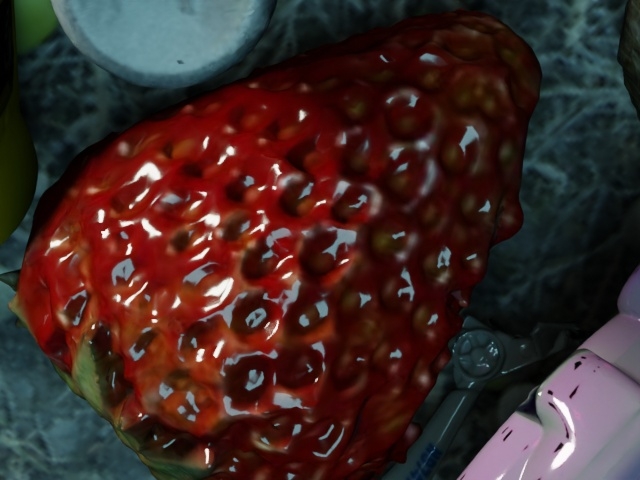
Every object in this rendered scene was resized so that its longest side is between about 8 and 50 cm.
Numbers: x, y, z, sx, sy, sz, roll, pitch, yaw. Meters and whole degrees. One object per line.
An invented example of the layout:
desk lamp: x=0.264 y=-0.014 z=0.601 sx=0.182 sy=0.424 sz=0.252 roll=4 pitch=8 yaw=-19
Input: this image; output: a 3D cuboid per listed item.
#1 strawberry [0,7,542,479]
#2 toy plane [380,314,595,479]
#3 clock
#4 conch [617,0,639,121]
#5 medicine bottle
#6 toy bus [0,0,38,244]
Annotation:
strawberry: x=0.000 y=0.000 z=0.814 sx=0.244 sy=0.205 sz=0.205 roll=-44 pitch=110 yaw=-3
toy plane: x=0.018 y=0.144 z=0.910 sx=0.107 sy=0.182 sz=0.273 roll=32 pitch=115 yaw=20
clock: x=0.111 y=0.116 z=0.800 sx=0.090 sy=0.248 sz=0.227 roll=40 pitch=158 yaw=17
conch: x=0.212 y=-0.077 z=0.800 sx=0.178 sy=0.163 sz=0.245 roll=36 pitch=143 yaw=28
medicine bottle: x=-0.052 y=-0.131 z=0.728 sx=0.083 sy=0.203 sz=0.083 roll=1 pitch=117 yaw=2
toy bus: x=-0.200 y=-0.092 z=0.780 sx=0.151 sy=0.145 sz=0.331 roll=1 pitch=116 yaw=1
